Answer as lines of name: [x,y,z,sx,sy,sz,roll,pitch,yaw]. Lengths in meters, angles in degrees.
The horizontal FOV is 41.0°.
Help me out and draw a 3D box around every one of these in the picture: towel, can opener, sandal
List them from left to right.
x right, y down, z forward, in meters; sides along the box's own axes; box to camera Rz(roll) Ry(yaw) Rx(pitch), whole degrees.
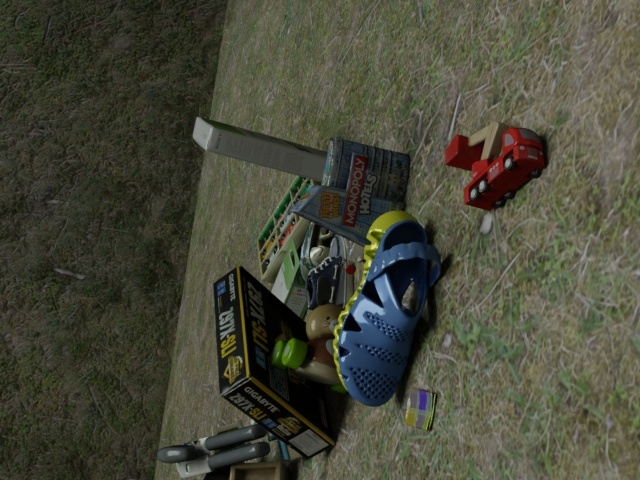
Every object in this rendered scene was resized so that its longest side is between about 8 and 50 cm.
can opener: [-0.223,0.444,1.789,0.280,0.093,0.074,-22,74,34]
sandal: [0.109,0.111,1.352,0.138,0.126,0.317,-162,82,-68]
towel: [0.151,0.256,1.305,0.083,0.009,0.060,171,110,-71]

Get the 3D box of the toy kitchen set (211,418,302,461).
toy kitchen set: [-0.138,0.424,1.808,0.207,0.166,0.122,120,135,-69]

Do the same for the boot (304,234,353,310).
boot: [0.016,0.060,1.714,0.069,0.086,0.190,122,153,-48]

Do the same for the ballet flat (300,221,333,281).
ballet flat: [0.000,0.000,1.847,0.070,0.070,0.188,176,101,-72]

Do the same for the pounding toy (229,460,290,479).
pounding toy: [-0.134,0.548,1.799,0.100,0.130,0.141,62,-155,-58]

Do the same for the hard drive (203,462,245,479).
hard drive: [-0.216,0.614,1.881,0.339,0.064,0.236,-55,-35,-82]

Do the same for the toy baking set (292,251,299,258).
toy baking set: [-0.098,0.043,2.162,0.256,0.030,0.196,-113,38,-60]

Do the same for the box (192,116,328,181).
box: [-0.105,-0.192,1.857,0.232,0.322,0.058,-138,64,-70]

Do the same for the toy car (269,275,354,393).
toy car: [0.020,0.166,1.564,0.149,0.155,0.188,-24,44,68]

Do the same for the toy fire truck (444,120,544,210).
toy fire truck: [0.241,-0.118,1.202,0.192,0.047,0.135,131,147,-56]

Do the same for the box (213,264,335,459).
box: [-0.095,0.233,1.682,0.079,0.257,0.322,-36,34,17]

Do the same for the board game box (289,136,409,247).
board game box: [0.052,-0.081,1.515,0.060,0.194,0.194,-175,95,-72]

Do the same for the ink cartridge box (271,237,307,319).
ink cartridge box: [-0.062,0.110,1.960,0.109,0.062,0.209,-106,33,-55]

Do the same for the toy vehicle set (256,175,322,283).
toy vehicle set: [-0.072,-0.046,2.051,0.267,0.035,0.166,-56,26,27]

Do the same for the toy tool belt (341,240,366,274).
toy tool belt: [0.075,0.023,1.637,0.083,0.052,0.051,-70,-12,17]
